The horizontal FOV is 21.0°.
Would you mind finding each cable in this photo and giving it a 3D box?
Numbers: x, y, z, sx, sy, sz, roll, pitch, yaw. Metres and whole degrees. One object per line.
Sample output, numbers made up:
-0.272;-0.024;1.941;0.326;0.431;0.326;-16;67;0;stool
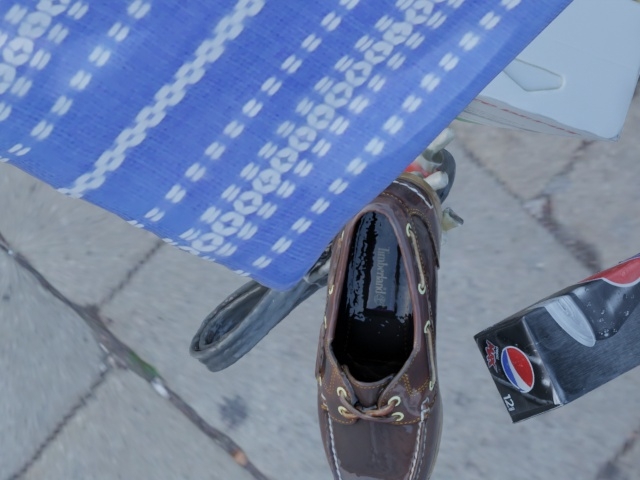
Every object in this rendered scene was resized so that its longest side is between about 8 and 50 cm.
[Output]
0.000;0.000;1.302;0.072;0.287;0.139;41;42;-31;cable

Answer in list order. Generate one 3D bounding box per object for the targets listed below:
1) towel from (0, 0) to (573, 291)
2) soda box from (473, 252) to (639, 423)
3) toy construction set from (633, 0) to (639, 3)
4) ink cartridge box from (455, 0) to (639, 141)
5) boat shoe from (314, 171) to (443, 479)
-0.033;-0.117;0.260;0.243;0.040;0.336;-44;138;18;towel
0.176;0.046;1.022;0.169;0.053;0.060;-23;87;-33;soda box
0.212;-0.266;1.670;0.327;0.151;0.215;7;132;-43;toy construction set
0.086;-0.127;1.074;0.153;0.208;0.087;17;91;-24;ink cartridge box
0.030;0.067;0.965;0.073;0.073;0.207;3;106;13;boat shoe
